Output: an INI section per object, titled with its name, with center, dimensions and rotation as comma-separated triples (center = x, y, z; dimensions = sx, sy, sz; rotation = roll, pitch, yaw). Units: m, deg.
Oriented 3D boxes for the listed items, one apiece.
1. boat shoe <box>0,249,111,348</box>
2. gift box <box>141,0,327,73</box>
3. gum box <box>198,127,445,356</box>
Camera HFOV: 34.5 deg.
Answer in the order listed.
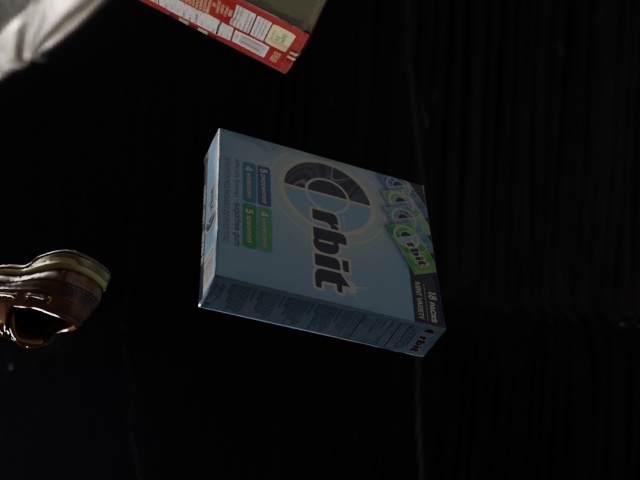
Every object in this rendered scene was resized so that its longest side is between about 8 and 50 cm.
[boat shoe]
center = -0.247, 0.057, 0.860
dimensions = 0.178, 0.060, 0.064
rotation = -17, 138, 41
[gift box]
center = -0.049, -0.332, 1.023
dimensions = 0.276, 0.258, 0.255
rotation = 25, 177, -12
[gum box]
center = 0.000, 0.000, 0.806
dimensions = 0.184, 0.157, 0.041
rotation = 15, 134, -19
